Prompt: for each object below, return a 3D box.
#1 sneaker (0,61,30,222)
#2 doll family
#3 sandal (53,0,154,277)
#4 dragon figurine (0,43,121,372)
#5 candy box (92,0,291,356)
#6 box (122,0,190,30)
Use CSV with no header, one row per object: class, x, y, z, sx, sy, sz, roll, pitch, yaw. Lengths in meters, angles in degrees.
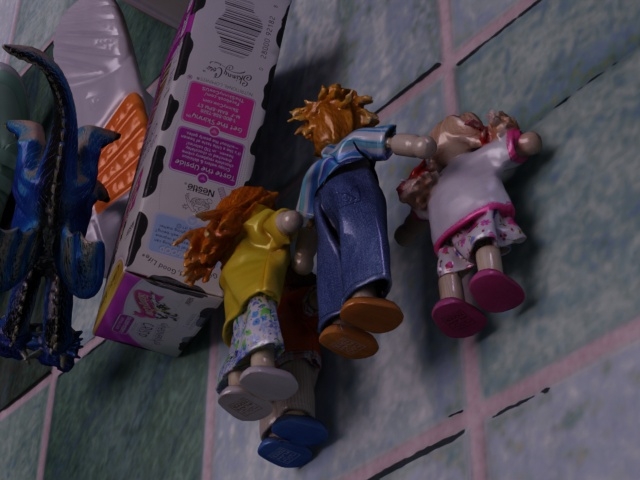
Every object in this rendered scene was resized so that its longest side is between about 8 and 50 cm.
sneaker,-0.347,-0.055,1.357,0.151,0.094,0.255,25,99,65
doll family,0.000,0.000,0.759,0.263,0.118,0.163,-40,38,36
sandal,-0.162,-0.091,1.115,0.102,0.076,0.265,-23,62,27
dragon figurine,-0.195,-0.008,0.951,0.289,0.085,0.144,114,161,-57
candy box,-0.094,-0.050,0.943,0.159,0.071,0.233,131,152,-64
box,-0.155,-0.273,1.174,0.121,0.148,0.311,-62,29,6
